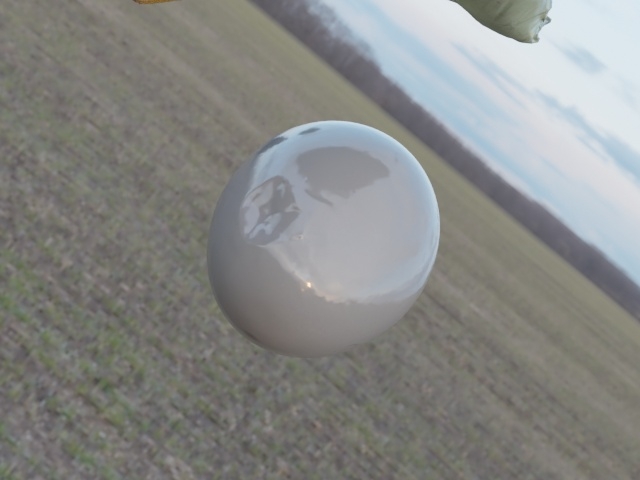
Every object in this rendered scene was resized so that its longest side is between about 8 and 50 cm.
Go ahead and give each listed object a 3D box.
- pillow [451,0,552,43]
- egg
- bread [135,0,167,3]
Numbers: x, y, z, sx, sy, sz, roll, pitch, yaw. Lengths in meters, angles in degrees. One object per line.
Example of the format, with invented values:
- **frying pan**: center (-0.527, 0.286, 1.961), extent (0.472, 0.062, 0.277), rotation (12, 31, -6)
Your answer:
- **pillow**: center (0.075, -0.319, 0.777), extent (0.310, 0.283, 0.138), rotation (29, 48, 6)
- **egg**: center (0.000, 0.000, 0.859), extent (0.176, 0.176, 0.232), rotation (40, 34, 6)
- **bread**: center (-0.217, -0.398, 1.384), extent (0.199, 0.104, 0.199), rotation (173, -90, -89)
